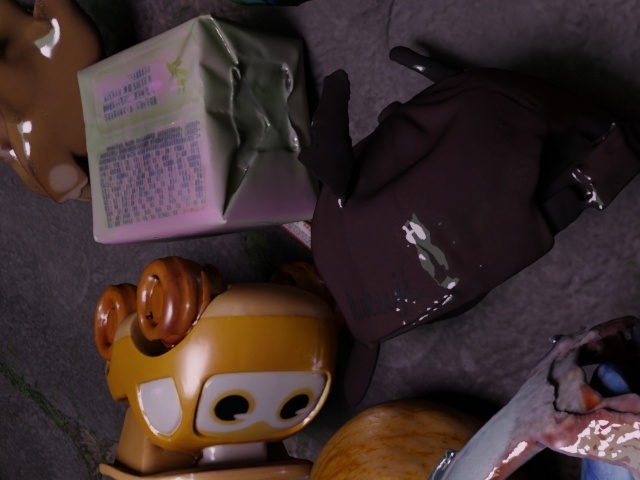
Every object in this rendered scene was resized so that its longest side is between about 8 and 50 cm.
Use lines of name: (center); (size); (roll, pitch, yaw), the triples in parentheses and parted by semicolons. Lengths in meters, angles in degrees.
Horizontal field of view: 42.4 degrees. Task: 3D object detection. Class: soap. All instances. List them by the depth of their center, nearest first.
soap: (-0.117, -0.094, 0.791); (0.199, 0.138, 0.182); (-8, 86, 41)

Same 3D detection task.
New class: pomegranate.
pomegranate: (0.087, 0.272, 0.763); (0.248, 0.248, 0.248); (17, 120, 32)

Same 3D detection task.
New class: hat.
hat: (0.061, -0.028, 0.650); (0.209, 0.238, 0.336); (47, 141, 8)

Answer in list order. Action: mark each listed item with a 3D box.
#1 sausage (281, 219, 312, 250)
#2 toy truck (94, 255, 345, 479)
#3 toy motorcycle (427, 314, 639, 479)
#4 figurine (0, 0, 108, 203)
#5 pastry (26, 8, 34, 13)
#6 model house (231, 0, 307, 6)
sausage: (0.000, 0.000, 0.837); (0.253, 0.034, 0.034); (38, 129, 18)
toy truck: (-0.109, 0.136, 0.833); (0.288, 0.204, 0.211); (-21, 69, 52)
toy motorcycle: (0.201, 0.212, 0.598); (0.241, 0.182, 0.319); (16, 115, 25)
figurine: (-0.296, -0.157, 0.898); (0.173, 0.177, 0.247); (39, 168, 48)
pastry: (-0.365, -0.246, 1.002); (0.140, 0.056, 0.080); (16, 127, 25)
model house: (-0.108, -0.333, 0.682); (0.291, 0.184, 0.253); (18, 125, 37)
